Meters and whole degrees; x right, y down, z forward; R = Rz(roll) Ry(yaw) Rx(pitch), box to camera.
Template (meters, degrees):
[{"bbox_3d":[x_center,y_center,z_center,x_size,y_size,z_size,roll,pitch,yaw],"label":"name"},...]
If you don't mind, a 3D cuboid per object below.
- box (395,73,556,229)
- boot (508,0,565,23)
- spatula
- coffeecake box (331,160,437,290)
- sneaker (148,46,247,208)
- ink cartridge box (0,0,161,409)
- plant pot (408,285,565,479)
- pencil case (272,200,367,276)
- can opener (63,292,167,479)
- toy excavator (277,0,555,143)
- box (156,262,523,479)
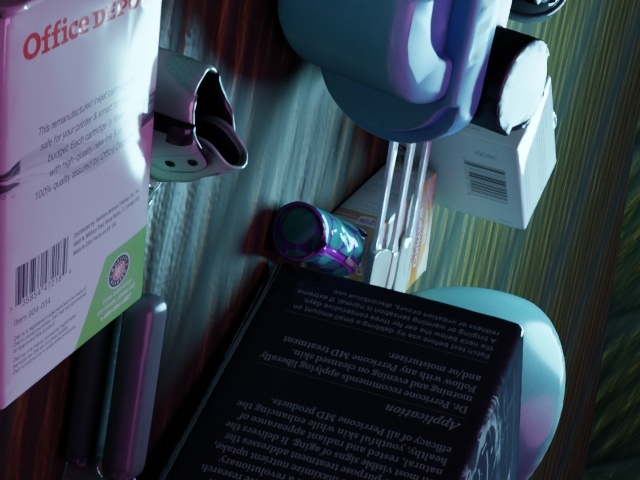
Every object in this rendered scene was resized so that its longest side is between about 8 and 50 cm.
[{"bbox_3d":[0.188,-0.129,2.010,0.119,0.181,0.181,-62,157,-26],"label":"box"},{"bbox_3d":[0.266,-0.485,1.863,0.445,0.146,0.367,85,11,-82],"label":"boot"},{"bbox_3d":[0.093,-0.033,1.865,0.168,0.019,0.242,-14,116,-66],"label":"spatula"},{"bbox_3d":[0.072,0.005,1.962,0.185,0.068,0.142,-43,144,-54],"label":"coffeecake box"},{"bbox_3d":[-0.134,-0.037,1.241,0.094,0.151,0.256,-55,154,-47],"label":"sneaker"},{"bbox_3d":[-0.205,-0.058,1.083,0.198,0.114,0.273,-42,143,-58],"label":"ink cartridge box"},{"bbox_3d":[0.133,0.179,2.029,0.195,0.290,0.290,22,82,-34],"label":"plant pot"},{"bbox_3d":[0.000,0.000,1.760,0.064,0.070,0.151,-51,160,7],"label":"pencil case"},{"bbox_3d":[-0.188,0.177,1.373,0.093,0.074,0.280,-12,116,-68],"label":"can opener"},{"bbox_3d":[0.050,-0.280,1.514,0.445,0.222,0.433,-24,131,-50],"label":"toy excavator"},{"bbox_3d":[0.010,0.371,1.711,0.480,0.297,0.472,85,27,-46],"label":"box"}]
